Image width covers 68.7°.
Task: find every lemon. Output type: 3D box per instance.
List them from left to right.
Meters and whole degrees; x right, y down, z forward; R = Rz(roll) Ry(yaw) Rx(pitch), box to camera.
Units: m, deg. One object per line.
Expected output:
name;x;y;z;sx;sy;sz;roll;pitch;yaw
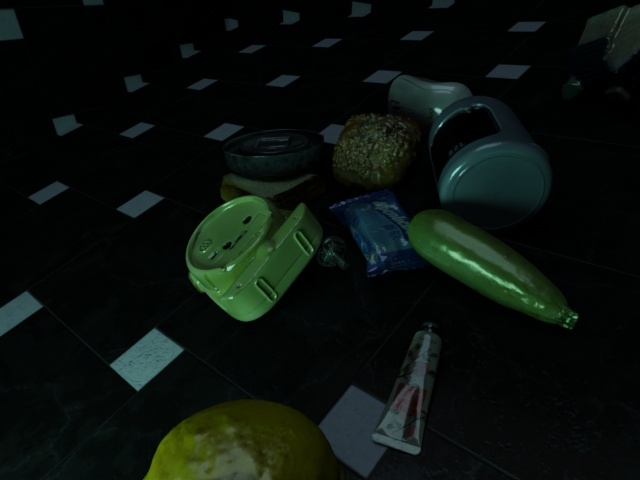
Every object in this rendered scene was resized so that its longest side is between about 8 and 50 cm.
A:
lemon;-0.108;0.336;0.636;0.288;0.233;0.233;-7;37;-7

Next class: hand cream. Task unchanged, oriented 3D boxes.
hand cream;0.162;0.245;0.807;0.080;0.050;0.234;10;50;24

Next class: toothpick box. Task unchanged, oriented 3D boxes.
toothpick box;0.397;-0.199;1.143;0.263;0.263;0.354;-8;37;10

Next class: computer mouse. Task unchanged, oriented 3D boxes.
computer mouse;0.329;-0.415;1.473;0.297;0.184;0.121;22;40;29

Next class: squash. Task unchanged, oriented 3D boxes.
squash;0.332;0.049;0.925;0.118;0.118;0.371;-38;54;-26

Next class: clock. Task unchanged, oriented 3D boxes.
clock;-0.187;0.015;1.104;0.348;0.117;0.286;19;64;44
clock;-0.139;-0.276;1.433;0.313;0.061;0.312;-3;27;2

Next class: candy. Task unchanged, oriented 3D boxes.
candy;0.144;-0.029;1.132;0.187;0.077;0.331;-15;39;-10

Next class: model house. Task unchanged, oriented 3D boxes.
model house;0.893;-0.515;1.383;0.284;0.243;0.298;-56;21;-9

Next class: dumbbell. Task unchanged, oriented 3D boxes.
dumbbell;0.000;0.000;1.136;0.082;0.081;0.254;-26;37;-14

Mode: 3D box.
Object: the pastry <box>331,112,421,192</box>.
pastry;0.158;-0.275;1.364;0.255;0.162;0.311;-2;38;20

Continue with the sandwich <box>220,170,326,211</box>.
sandwich;-0.145;-0.154;1.371;0.251;0.087;0.226;21;38;38
